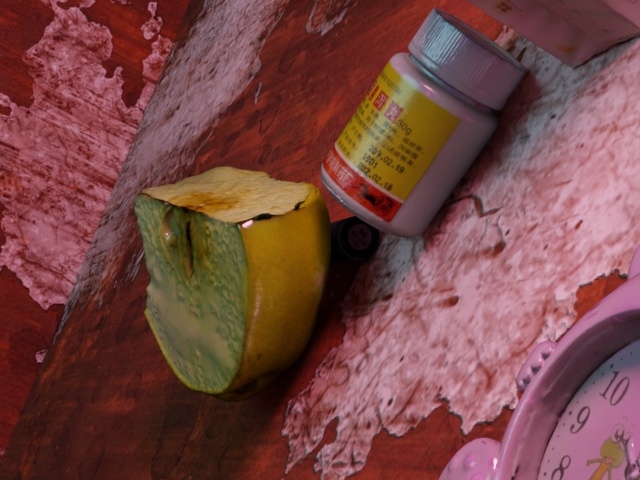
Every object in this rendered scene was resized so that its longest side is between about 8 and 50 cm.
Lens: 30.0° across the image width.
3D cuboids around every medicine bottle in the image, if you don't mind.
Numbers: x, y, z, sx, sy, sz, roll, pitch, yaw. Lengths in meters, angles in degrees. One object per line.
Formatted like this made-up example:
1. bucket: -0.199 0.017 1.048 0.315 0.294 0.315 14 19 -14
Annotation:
1. medicine bottle: 0.111 -0.126 1.300 0.225 0.139 0.139 -56 23 18

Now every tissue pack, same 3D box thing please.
1. tissue pack: 0.215 -0.310 1.161 0.124 0.225 0.185 -22 46 57

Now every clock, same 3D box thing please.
1. clock: 0.224 0.150 0.784 0.322 0.113 0.295 -59 22 8

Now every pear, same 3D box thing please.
1. pear: -0.090 0.064 1.463 0.286 0.176 0.281 17 113 52

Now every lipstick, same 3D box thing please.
1. lipstick: 0.000 0.000 1.523 0.234 0.053 0.053 -4 62 66
